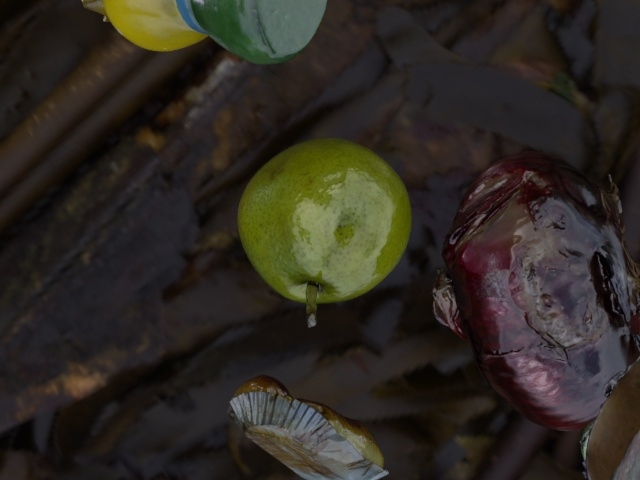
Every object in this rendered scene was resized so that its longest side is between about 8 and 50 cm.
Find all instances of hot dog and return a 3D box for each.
[{"bbox_3d":[-0.011,0.246,1.990,0.270,0.162,0.082,48,57,-55],"label":"hot dog"}]

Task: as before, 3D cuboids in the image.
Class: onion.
[{"bbox_3d":[0.236,0.063,1.713,0.232,0.314,0.314,-21,123,20],"label":"onion"}]

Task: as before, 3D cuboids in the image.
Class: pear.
[{"bbox_3d":[0.000,0.000,1.609,0.166,0.180,0.216,44,49,-48],"label":"pear"}]

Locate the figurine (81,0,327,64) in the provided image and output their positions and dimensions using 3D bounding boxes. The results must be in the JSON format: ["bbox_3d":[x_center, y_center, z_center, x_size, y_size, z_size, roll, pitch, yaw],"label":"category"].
[{"bbox_3d":[-0.093,-0.239,1.282,0.127,0.234,0.185,-2,105,-37],"label":"figurine"}]

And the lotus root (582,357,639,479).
[{"bbox_3d":[0.315,0.178,0.996,0.272,0.192,0.272,-4,113,-10],"label":"lotus root"}]

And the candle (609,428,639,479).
[{"bbox_3d":[0.212,0.125,0.811,0.068,0.192,0.168,20,95,-8],"label":"candle"}]

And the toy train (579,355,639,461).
[{"bbox_3d":[0.278,0.129,1.169,0.081,0.125,0.194,-26,146,-61],"label":"toy train"}]
